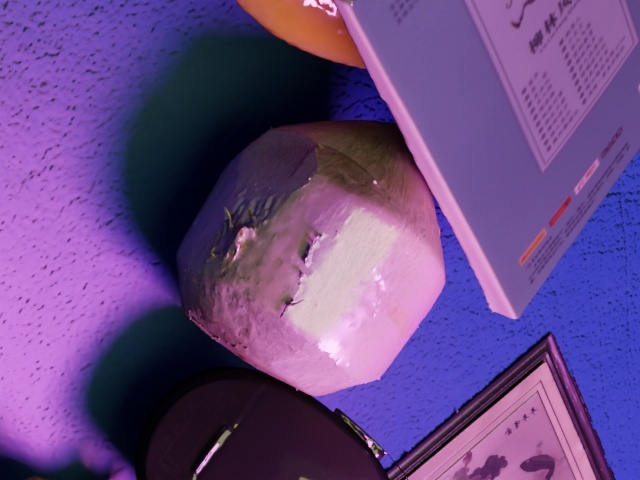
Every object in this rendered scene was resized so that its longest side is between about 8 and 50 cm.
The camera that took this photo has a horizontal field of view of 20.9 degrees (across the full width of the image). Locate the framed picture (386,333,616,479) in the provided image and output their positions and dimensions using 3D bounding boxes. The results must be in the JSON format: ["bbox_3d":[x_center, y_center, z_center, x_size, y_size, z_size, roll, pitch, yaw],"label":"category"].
[{"bbox_3d":[0.149,0.201,1.408,0.195,0.010,0.199,-38,126,-16],"label":"framed picture"}]

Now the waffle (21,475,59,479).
[{"bbox_3d":[-0.211,0.275,1.118,0.280,0.060,0.262,-53,143,-8],"label":"waffle"}]

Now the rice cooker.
[{"bbox_3d":[-0.032,0.169,1.171,0.203,0.118,0.142,41,84,-12],"label":"rice cooker"}]

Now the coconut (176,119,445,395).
[{"bbox_3d":[0.000,0.000,1.118,0.171,0.171,0.183,32,88,-40],"label":"coconut"}]

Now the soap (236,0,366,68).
[{"bbox_3d":[0.108,-0.256,1.117,0.427,0.115,0.306,-1,113,-35],"label":"soap"}]

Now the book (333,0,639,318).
[{"bbox_3d":[0.144,-0.138,1.100,0.264,0.031,0.379,-53,146,-15],"label":"book"}]
